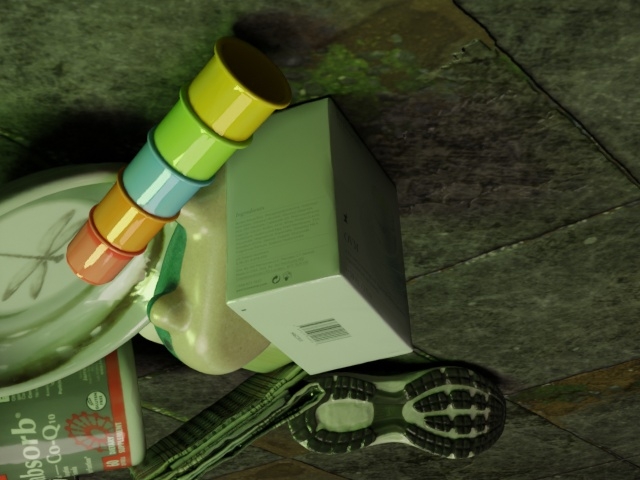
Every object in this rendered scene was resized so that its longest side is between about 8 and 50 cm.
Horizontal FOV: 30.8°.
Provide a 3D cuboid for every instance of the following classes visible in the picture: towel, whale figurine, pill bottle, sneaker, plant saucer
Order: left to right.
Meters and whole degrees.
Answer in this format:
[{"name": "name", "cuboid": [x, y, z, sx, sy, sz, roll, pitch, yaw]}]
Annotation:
[{"name": "pill bottle", "cuboid": [-0.449, 0.255, 1.709, 0.363, 0.210, 0.210, -8, 153, -11]}, {"name": "plant saucer", "cuboid": [-0.336, 0.031, 1.382, 0.400, 0.100, 0.400, -28, 152, -17]}, {"name": "whale figurine", "cuboid": [-0.136, 0.027, 1.386, 0.141, 0.216, 0.272, 24, 138, 38]}, {"name": "towel", "cuboid": [-0.153, 0.277, 1.732, 0.312, 0.056, 0.324, -32, -175, -12]}, {"name": "sneaker", "cuboid": [0.119, 0.275, 1.972, 0.410, 0.158, 0.182, 6, -179, -19]}]

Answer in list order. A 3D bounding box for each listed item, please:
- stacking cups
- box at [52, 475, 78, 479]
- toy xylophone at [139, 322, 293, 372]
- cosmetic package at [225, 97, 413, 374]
[{"name": "stacking cups", "cuboid": [-0.165, -0.076, 1.217, 0.096, 0.096, 0.316, 23, 128, -38]}, {"name": "box", "cuboid": [-0.617, 0.435, 2.217, 0.307, 0.076, 0.242, 3, 151, -10]}, {"name": "toy xylophone", "cuboid": [-0.106, 0.103, 1.642, 0.236, 0.081, 0.323, -23, 145, 33]}, {"name": "cosmetic package", "cuboid": [0.000, 0.000, 1.312, 0.138, 0.224, 0.224, -15, 149, 18]}]
